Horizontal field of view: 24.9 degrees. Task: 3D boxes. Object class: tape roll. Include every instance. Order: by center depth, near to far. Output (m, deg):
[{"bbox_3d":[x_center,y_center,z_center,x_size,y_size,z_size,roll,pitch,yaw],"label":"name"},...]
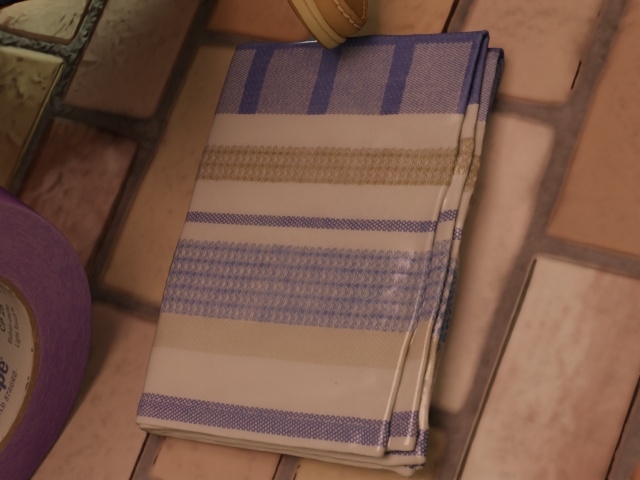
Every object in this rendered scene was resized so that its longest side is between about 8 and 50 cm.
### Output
[{"bbox_3d":[-0.273,0.080,0.881,0.090,0.275,0.275,32,86,32],"label":"tape roll"}]

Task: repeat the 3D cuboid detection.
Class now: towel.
[{"bbox_3d":[0.000,0.000,0.918,0.209,0.034,0.285,2,69,30],"label":"towel"}]

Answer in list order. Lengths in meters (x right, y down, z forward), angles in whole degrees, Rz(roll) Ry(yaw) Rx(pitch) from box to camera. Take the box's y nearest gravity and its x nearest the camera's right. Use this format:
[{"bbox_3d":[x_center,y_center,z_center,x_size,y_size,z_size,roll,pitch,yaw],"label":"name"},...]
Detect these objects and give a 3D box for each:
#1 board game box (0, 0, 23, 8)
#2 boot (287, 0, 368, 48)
[{"bbox_3d":[-0.320,-0.304,0.916,0.356,0.356,0.357,-16,101,16],"label":"board game box"},{"bbox_3d":[0.068,-0.259,0.949,0.203,0.095,0.262,-13,55,22],"label":"boot"}]
